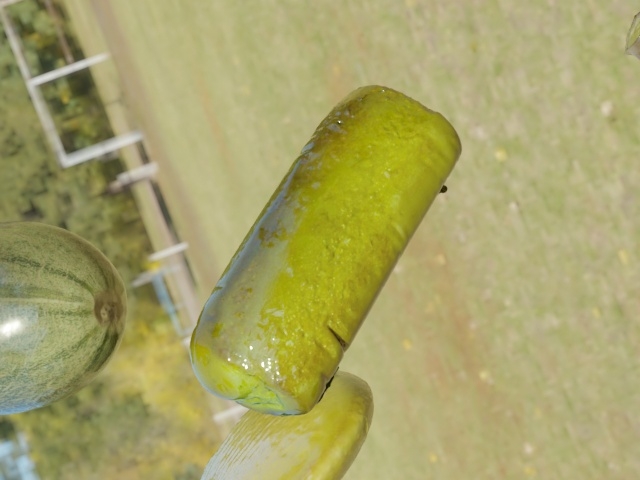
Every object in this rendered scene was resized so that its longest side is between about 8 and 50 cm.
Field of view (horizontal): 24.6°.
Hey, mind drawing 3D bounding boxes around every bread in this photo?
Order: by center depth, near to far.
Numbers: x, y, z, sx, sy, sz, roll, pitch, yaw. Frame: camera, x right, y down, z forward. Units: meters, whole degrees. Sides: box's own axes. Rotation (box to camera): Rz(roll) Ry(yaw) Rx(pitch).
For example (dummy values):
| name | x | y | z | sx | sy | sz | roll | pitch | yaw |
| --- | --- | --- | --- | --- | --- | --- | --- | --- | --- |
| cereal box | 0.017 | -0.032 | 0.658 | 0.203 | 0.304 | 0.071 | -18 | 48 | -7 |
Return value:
| name | x | y | z | sx | sy | sz | roll | pitch | yaw |
| --- | --- | --- | --- | --- | --- | --- | --- | --- | --- |
| bread | 0.000 | 0.000 | 1.512 | 0.166 | 0.383 | 0.112 | 19 | 158 | 35 |

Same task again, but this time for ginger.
| name | x | y | z | sx | sy | sz | roll | pitch | yaw |
| --- | --- | --- | --- | --- | --- | --- | --- | --- | --- |
| ginger | 0.287 | -0.171 | 1.278 | 0.030 | 0.048 | 0.097 | -23 | -64 | -55 |

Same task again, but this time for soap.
| name | x | y | z | sx | sy | sz | roll | pitch | yaw |
| --- | --- | --- | --- | --- | --- | --- | --- | --- | --- |
| soap | -0.047 | 0.301 | 2.012 | 0.115 | 0.306 | 0.427 | 47 | 177 | -8 |

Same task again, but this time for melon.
| name | x | y | z | sx | sy | sz | roll | pitch | yaw |
| --- | --- | --- | --- | --- | --- | --- | --- | --- | --- |
| melon | -0.399 | 0.099 | 1.883 | 0.248 | 0.329 | 0.249 | 19 | -112 | -55 |
